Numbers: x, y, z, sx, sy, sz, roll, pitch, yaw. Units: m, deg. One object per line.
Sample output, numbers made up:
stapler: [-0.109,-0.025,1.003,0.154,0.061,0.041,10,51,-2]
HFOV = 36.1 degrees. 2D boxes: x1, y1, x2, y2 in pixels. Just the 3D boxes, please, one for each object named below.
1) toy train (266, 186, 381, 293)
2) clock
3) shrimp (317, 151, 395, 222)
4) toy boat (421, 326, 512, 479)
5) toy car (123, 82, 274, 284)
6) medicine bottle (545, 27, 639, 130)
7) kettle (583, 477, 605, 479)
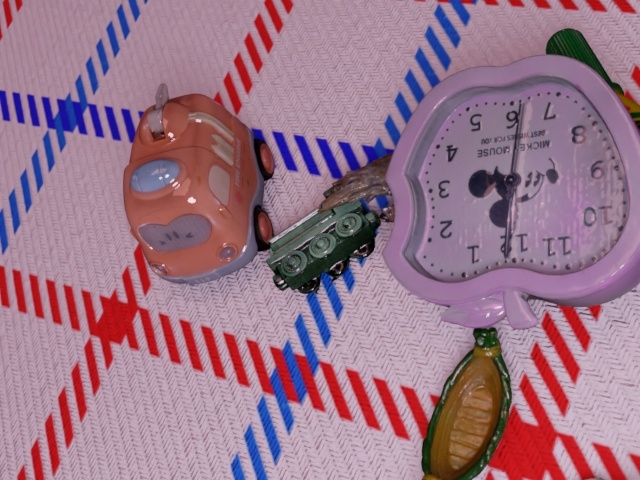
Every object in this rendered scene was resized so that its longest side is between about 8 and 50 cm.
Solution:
toy train: [0.000,0.000,1.366,0.170,0.071,0.111,-34,47,2]
clock: [0.239,-0.049,1.174,0.338,0.102,0.339,-9,73,29]
shrimp: [0.104,-0.065,1.325,0.223,0.047,0.126,-21,60,-15]
toy boat: [0.167,0.212,1.137,0.088,0.088,0.230,10,66,31]
toy car: [-0.190,-0.084,1.422,0.180,0.212,0.271,-13,57,20]
medicine bottle: [0.366,-0.154,1.263,0.111,0.076,0.309,-21,53,6]
kettle: [0.260,0.364,0.983,0.243,0.160,0.210,-45,22,-11]
